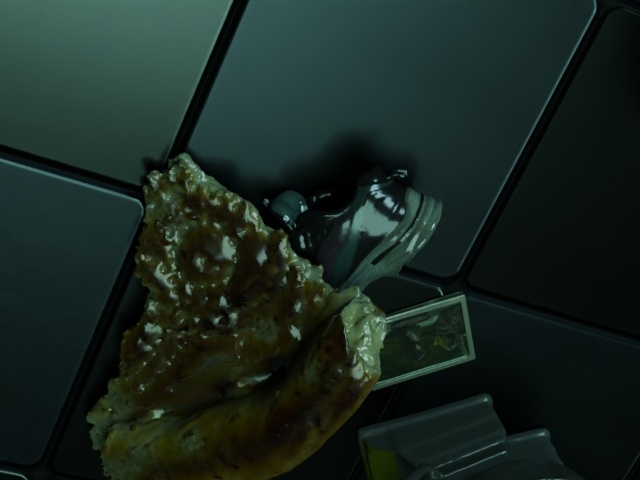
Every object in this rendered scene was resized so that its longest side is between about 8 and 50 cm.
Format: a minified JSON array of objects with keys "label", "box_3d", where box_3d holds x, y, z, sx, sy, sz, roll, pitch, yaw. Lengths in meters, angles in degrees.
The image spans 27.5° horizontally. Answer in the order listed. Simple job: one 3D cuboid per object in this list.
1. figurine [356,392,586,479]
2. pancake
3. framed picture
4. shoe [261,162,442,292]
[{"label":"figurine","box_3d":[0.154,0.254,0.988,0.342,0.285,0.167,9,113,-21]},{"label":"pancake","box_3d":[-0.087,0.065,0.922,0.266,0.057,0.245,-16,103,21]},{"label":"framed picture","box_3d":[0.076,0.080,1.032,0.089,0.007,0.066,-16,121,-6]},{"label":"shoe","box_3d":[0.000,0.000,0.937,0.169,0.071,0.099,-40,105,20]}]
